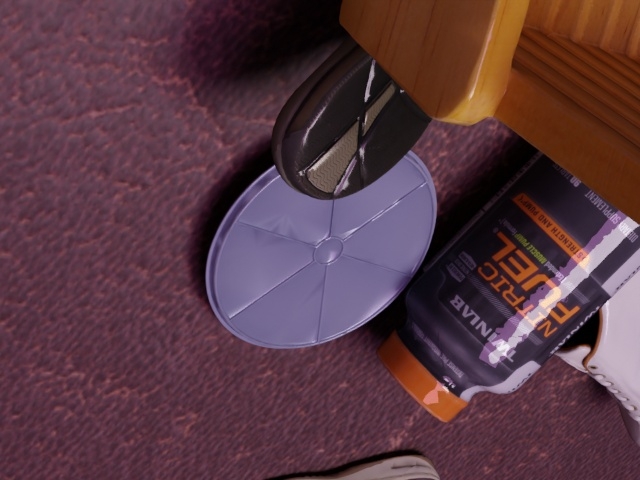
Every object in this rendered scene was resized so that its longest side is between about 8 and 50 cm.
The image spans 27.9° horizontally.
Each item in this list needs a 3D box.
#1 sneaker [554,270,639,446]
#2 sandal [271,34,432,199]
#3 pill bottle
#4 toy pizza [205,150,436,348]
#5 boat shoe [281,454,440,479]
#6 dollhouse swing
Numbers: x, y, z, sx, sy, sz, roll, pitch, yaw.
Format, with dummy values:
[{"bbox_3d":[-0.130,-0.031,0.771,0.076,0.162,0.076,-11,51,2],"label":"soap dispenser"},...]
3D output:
[{"bbox_3d":[0.270,0.103,1.230,0.123,0.106,0.290,-26,123,-10],"label":"sneaker"},{"bbox_3d":[0.067,-0.146,0.891,0.303,0.086,0.120,-38,132,-26],"label":"sandal"},{"bbox_3d":[0.160,0.038,1.077,0.245,0.130,0.130,-46,136,6],"label":"pill bottle"},{"bbox_3d":[0.000,0.000,1.012,0.201,0.032,0.201,-17,132,-20],"label":"toy pizza"},{"bbox_3d":[0.001,0.277,1.188,0.285,0.092,0.103,-11,129,-27],"label":"boat shoe"},{"bbox_3d":[0.249,-0.154,0.780,0.347,0.305,0.315,5,106,-46],"label":"dollhouse swing"}]
